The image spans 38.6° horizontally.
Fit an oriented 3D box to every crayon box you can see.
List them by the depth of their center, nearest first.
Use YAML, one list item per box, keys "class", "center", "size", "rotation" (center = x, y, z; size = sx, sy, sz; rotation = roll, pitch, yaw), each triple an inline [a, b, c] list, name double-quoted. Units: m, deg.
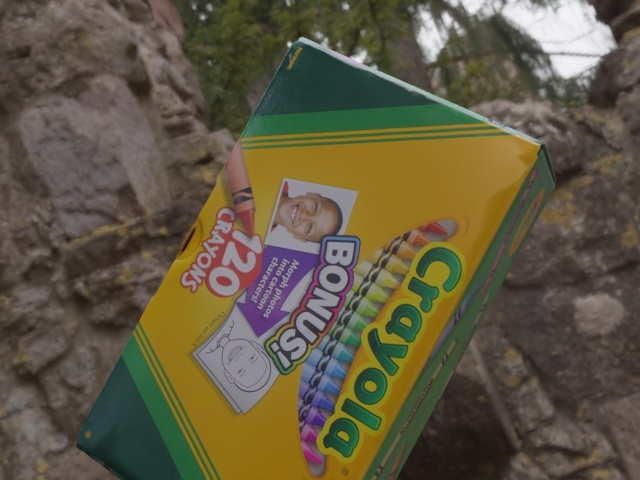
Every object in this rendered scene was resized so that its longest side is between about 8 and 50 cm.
- class: "crayon box"
  center: [-0.001, 0.042, 0.542]
  size: [0.278, 0.165, 0.081]
  rotation: [-62, -22, -1]
